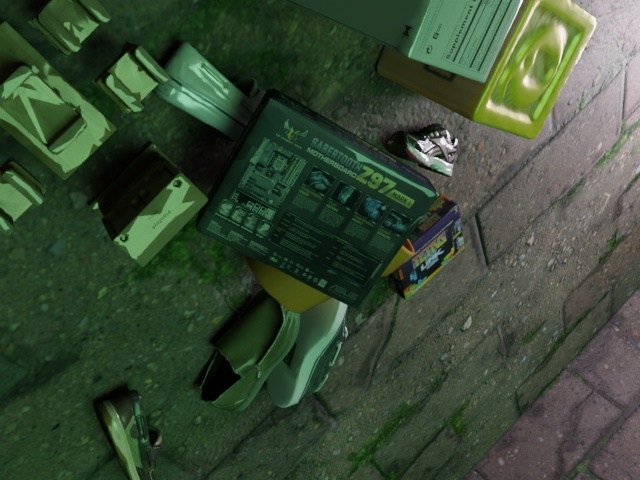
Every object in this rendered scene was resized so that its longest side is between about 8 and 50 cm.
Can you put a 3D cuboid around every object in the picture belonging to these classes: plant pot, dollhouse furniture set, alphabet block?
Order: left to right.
[{"bbox_3d":[-0.252,-0.106,0.679,0.212,0.161,0.242,-46,121,-5],"label":"dollhouse furniture set"},{"bbox_3d":[0.000,0.000,0.958,0.188,0.205,0.205,-40,144,11],"label":"plant pot"},{"bbox_3d":[0.235,-0.279,0.949,0.192,0.197,0.193,1,119,-46],"label":"alphabet block"}]

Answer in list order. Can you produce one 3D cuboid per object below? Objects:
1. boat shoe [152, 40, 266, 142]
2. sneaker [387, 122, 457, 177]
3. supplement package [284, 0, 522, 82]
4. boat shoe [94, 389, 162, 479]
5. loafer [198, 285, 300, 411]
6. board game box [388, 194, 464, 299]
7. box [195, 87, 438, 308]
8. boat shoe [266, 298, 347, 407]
[{"bbox_3d":[-0.095,-0.161,0.802,0.226,0.083,0.076,23,104,-51],"label":"boat shoe"},{"bbox_3d":[0.175,-0.164,1.103,0.178,0.072,0.077,10,101,-58],"label":"sneaker"},{"bbox_3d":[0.084,-0.320,0.706,0.145,0.262,0.204,-1,120,-46],"label":"supplement package"},{"bbox_3d":[-0.277,0.315,1.011,0.073,0.080,0.223,-26,132,-22],"label":"boat shoe"},{"bbox_3d":[-0.116,0.175,1.047,0.087,0.094,0.251,5,116,-52],"label":"loafer"},{"bbox_3d":[0.201,0.015,1.279,0.170,0.048,0.141,-40,142,-15],"label":"board game box"},{"bbox_3d":[-0.005,-0.045,0.793,0.232,0.059,0.183,27,111,-16],"label":"box"},{"bbox_3d":[-0.003,0.166,1.148,0.102,0.108,0.301,-8,128,-42],"label":"boat shoe"}]
